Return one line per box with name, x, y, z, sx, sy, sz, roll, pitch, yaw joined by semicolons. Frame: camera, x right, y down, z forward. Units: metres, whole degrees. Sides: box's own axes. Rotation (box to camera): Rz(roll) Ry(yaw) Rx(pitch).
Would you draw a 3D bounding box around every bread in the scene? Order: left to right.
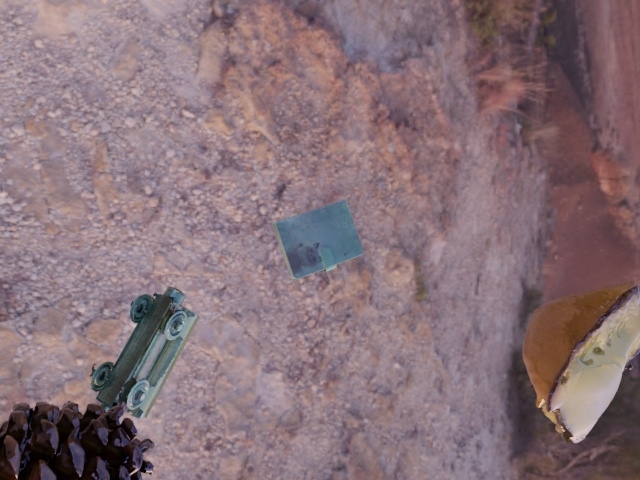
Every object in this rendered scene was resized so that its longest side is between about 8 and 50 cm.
bread;0.439;0.186;1.083;0.262;0.162;0.204;-47;135;-15

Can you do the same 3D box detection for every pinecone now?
pinecone;-0.345;0.306;0.783;0.272;0.224;0.224;-1;93;-43

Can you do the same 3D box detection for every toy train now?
toy train;-0.362;0.254;1.366;0.308;0.126;0.189;-64;148;-16

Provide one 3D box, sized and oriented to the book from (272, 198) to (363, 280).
book;0.000;0.000;1.020;0.135;0.017;0.103;-19;90;-25
